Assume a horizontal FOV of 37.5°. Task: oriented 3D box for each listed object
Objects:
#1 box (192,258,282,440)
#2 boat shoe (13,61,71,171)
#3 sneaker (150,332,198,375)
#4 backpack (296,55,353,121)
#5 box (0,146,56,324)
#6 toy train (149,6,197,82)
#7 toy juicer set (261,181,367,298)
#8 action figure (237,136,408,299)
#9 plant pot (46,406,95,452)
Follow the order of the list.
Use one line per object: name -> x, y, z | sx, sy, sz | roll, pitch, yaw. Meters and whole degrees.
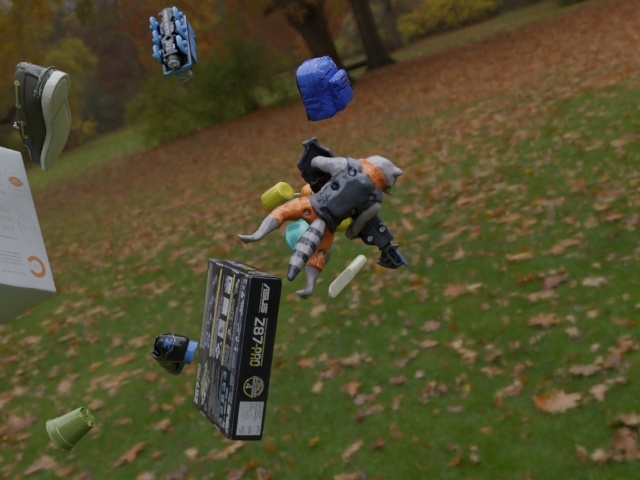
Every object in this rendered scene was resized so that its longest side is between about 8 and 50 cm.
box -> -0.213, 0.259, 2.324 | 0.097, 0.394, 0.318 | 5, 4, -26
boat shoe -> -0.564, -0.248, 1.899 | 0.305, 0.091, 0.109 | 118, 175, -58
sneaker -> -0.349, 0.256, 2.186 | 0.090, 0.081, 0.232 | 22, -22, -11
backpack -> 0.009, -0.332, 2.015 | 0.101, 0.120, 0.098 | -11, 28, 27
box -> -0.714, -0.021, 1.942 | 0.168, 0.345, 0.215 | -30, -22, 23
toy train -> -0.305, -0.412, 1.994 | 0.080, 0.105, 0.184 | -21, 51, 10
toy juicer set -> 0.000, 0.000, 2.336 | 0.209, 0.329, 0.089 | -11, -24, -48
action figure -> 0.051, -0.029, 1.897 | 0.330, 0.341, 0.178 | -48, 13, -7
plant pot -> -0.528, 0.396, 2.016 | 0.079, 0.083, 0.083 | -35, 10, 5
